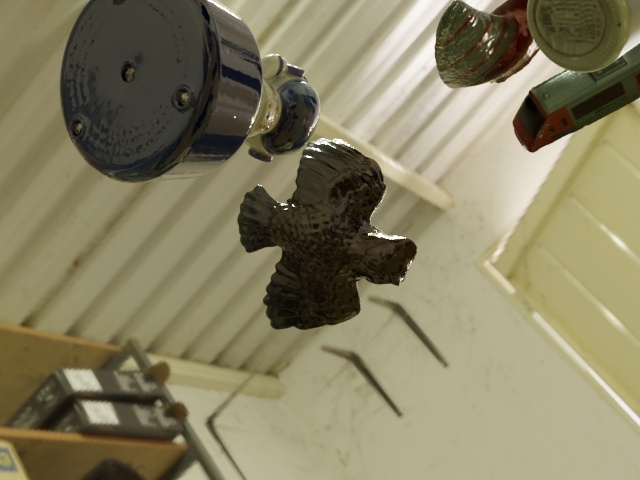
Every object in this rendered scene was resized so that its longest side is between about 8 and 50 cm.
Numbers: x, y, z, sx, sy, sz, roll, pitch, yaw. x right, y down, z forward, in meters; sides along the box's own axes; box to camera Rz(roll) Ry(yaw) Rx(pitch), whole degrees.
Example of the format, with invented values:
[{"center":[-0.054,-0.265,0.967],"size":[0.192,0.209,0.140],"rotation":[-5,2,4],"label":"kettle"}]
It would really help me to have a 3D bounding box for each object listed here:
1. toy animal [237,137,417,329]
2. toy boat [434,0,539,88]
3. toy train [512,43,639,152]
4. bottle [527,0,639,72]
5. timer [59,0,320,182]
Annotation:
[{"center":[0.007,0.002,0.978],"size":[0.116,0.180,0.218],"rotation":[13,-85,-41],"label":"toy animal"},{"center":[0.250,-0.324,1.506],"size":[0.206,0.096,0.282],"rotation":[-42,-19,28],"label":"toy boat"},{"center":[0.499,-0.282,1.526],"size":[0.410,0.086,0.089],"rotation":[-28,-46,11],"label":"toy train"},{"center":[0.303,-0.251,0.897],"size":[0.245,0.104,0.104],"rotation":[-35,-27,-35],"label":"bottle"},{"center":[-0.134,-0.201,1.308],"size":[0.384,0.270,0.270],"rotation":[3,-51,-55],"label":"timer"}]
